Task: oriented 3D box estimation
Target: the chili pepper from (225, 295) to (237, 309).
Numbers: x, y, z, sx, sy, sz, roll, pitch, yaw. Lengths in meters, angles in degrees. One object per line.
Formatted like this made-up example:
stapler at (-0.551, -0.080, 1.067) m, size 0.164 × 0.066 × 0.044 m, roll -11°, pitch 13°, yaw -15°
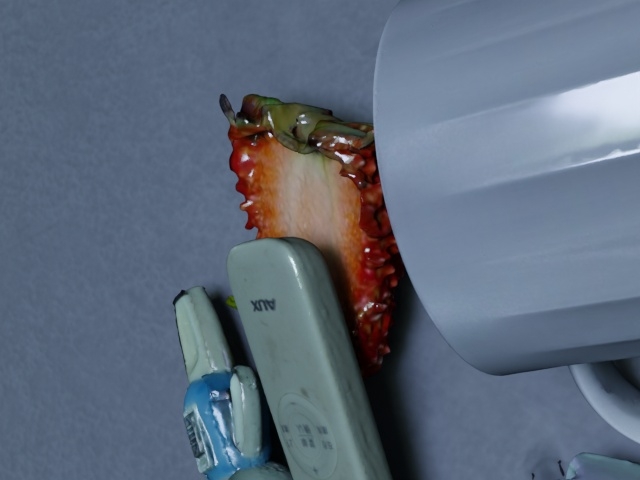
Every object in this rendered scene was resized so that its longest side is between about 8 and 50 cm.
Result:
chili pepper at (-0.044, 0.071, 0.923) m, size 0.030 × 0.017 × 0.083 m, roll -38°, pitch 71°, yaw 25°

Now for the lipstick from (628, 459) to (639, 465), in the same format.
lipstick at (0.190, 0.194, 0.777) m, size 0.025 × 0.025 × 0.107 m, roll 18°, pitch 103°, yaw 31°

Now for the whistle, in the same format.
whistle at (-0.062, 0.146, 0.901) m, size 0.114 × 0.077 × 0.235 m, roll -47°, pitch 56°, yaw 55°

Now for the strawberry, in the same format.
strawberry at (0.004, -0.003, 0.872) m, size 0.167 × 0.087 × 0.208 m, roll 28°, pitch 127°, yaw 42°

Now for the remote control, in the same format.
remote control at (0.010, 0.144, 0.829) m, size 0.090 × 0.038 × 0.309 m, roll -9°, pitch 100°, yaw 53°

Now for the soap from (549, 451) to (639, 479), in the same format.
soap at (0.190, 0.258, 0.722) m, size 0.145 × 0.091 × 0.230 m, roll 12°, pitch 104°, yaw 30°

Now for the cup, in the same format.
cup at (0.238, -0.028, 0.659) m, size 0.327 × 0.237 × 0.322 m, roll -12°, pitch 111°, yaw 29°
